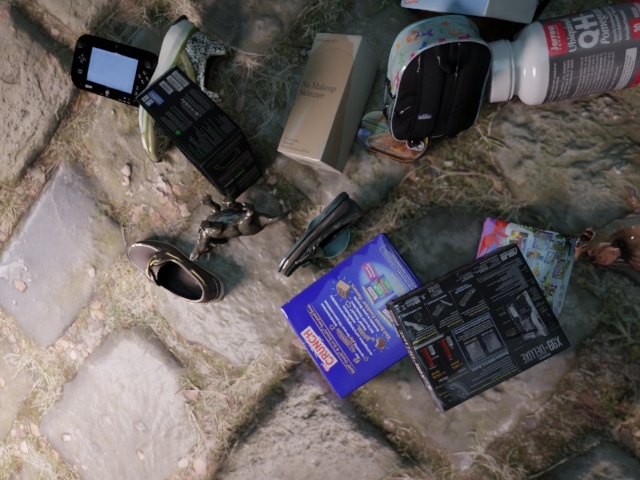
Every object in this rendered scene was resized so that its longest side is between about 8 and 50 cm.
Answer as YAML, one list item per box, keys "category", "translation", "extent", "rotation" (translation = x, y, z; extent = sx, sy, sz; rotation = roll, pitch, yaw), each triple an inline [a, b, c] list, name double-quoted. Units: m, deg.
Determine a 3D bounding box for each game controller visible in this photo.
- category: "game controller"
  translation: [-0.627, -0.516, 1.291]
  extent: [0.319, 0.067, 0.167]
  rotation: [20, 93, 15]

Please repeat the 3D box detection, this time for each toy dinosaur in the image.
- category: "toy dinosaur"
  translation: [-0.227, -0.053, 1.137]
  extent: [0.313, 0.160, 0.121]
  rotation: [-20, 67, 3]
- category: "toy dinosaur"
  translation: [0.688, 0.019, 0.903]
  extent: [0.295, 0.127, 0.200]
  rotation: [34, 104, 1]

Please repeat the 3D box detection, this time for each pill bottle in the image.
- category: "pill bottle"
  translation: [0.532, -0.398, 0.927]
  extent: [0.318, 0.176, 0.177]
  rotation: [-7, 86, 14]

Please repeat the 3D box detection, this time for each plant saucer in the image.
- category: "plant saucer"
  translation: [0.021, -0.014, 1.122]
  extent: [0.119, 0.021, 0.120]
  rotation: [-1, 87, 14]

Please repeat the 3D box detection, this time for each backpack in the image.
- category: "backpack"
  translation: [0.255, -0.368, 0.948]
  extent: [0.224, 0.254, 0.191]
  rotation: [-8, 62, -1]

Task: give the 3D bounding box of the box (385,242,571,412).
- category: "box"
  translation: [0.331, 0.179, 0.904]
  extent: [0.307, 0.076, 0.243]
  rotation: [-26, 84, -4]

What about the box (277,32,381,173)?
- category: "box"
  translation: [0.023, -0.344, 1.071]
  extent: [0.147, 0.121, 0.311]
  rotation: [19, 92, 31]

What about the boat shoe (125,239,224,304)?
- category: "boat shoe"
  translation: [-0.427, 0.086, 1.195]
  extent: [0.324, 0.096, 0.117]
  rotation: [27, 94, 14]

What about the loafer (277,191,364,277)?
- category: "loafer"
  translation: [0.000, 0.000, 1.070]
  extent: [0.084, 0.096, 0.268]
  rotation: [41, 96, 7]

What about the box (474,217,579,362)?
- category: "box"
  translation: [0.453, 0.110, 0.986]
  extent: [0.200, 0.057, 0.294]
  rotation: [14, 91, 13]

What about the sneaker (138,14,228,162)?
- category: "sneaker"
  translation: [-0.378, -0.404, 1.193]
  extent: [0.181, 0.158, 0.411]
  rotation: [20, 98, -3]

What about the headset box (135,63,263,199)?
- category: "headset box"
  translation: [-0.293, -0.254, 1.090]
  extent: [0.131, 0.283, 0.246]
  rotation: [-43, 79, -7]

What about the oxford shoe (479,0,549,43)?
- category: "oxford shoe"
  translation: [0.464, -0.550, 1.002]
  extent: [0.227, 0.083, 0.096]
  rotation: [-43, 74, 8]

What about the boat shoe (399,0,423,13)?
- category: "boat shoe"
  translation: [0.215, -0.660, 1.079]
  extent: [0.066, 0.066, 0.183]
  rotation: [-41, 79, 8]

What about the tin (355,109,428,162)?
- category: "tin"
  translation: [0.183, -0.266, 1.085]
  extent: [0.189, 0.040, 0.106]
  rotation: [24, 98, 15]

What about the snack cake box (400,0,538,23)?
- category: "snack cake box"
  translation: [0.324, -0.545, 0.933]
  extent: [0.264, 0.152, 0.089]
  rotation: [43, 133, 46]

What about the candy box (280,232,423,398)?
- category: "candy box"
  translation: [0.105, 0.178, 1.041]
  extent: [0.317, 0.122, 0.268]
  rotation: [-36, 81, 9]
